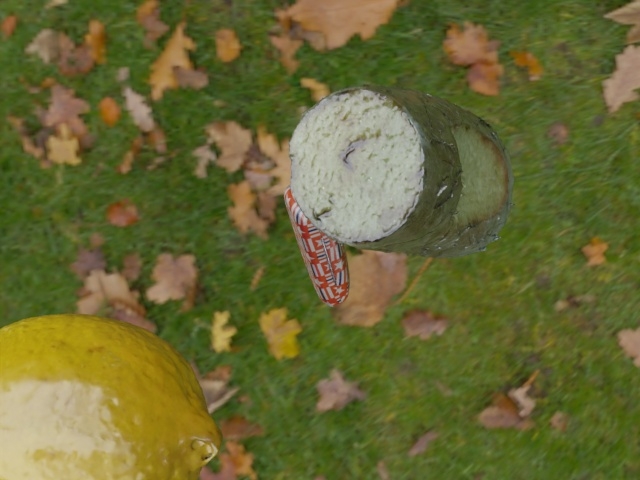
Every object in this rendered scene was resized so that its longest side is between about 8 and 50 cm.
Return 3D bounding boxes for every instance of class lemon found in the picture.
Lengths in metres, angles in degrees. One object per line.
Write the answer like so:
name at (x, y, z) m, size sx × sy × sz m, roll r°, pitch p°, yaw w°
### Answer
lemon at (-0.197, 0.149, 1.081) m, size 0.256 × 0.188 × 0.188 m, roll 0°, pitch 99°, yaw 14°

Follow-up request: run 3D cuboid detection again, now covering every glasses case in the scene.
glasses case at (0.000, 0.000, 1.653) m, size 0.049 × 0.194 × 0.073 m, roll -23°, pitch 50°, yaw -5°

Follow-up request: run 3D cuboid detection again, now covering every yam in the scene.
yam at (0.067, -0.058, 1.166) m, size 0.154 × 0.254 × 0.154 m, roll 0°, pitch 90°, yaw 25°
